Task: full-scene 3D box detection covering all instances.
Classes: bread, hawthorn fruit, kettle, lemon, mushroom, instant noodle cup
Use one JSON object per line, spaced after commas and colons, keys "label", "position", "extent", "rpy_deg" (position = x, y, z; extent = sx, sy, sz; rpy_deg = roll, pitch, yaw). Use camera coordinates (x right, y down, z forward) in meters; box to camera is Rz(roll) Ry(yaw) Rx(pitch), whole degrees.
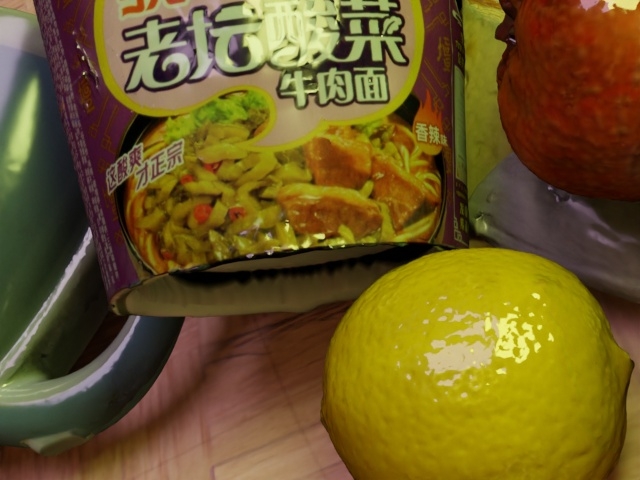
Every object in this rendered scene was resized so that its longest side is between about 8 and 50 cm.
{"label": "bread", "position": [0.117, -0.112, 1.038], "extent": [0.240, 0.135, 0.178], "rpy_deg": [39, 114, 46]}
{"label": "hawthorn fruit", "position": [0.222, -0.125, 0.729], "extent": [0.243, 0.207, 0.207], "rpy_deg": [2, 52, 6]}
{"label": "kettle", "position": [-0.244, 0.013, 1.037], "extent": [0.319, 0.247, 0.342], "rpy_deg": [7, 70, 28]}
{"label": "lemon", "position": [0.090, 0.094, 0.770], "extent": [0.203, 0.178, 0.178], "rpy_deg": [-14, 48, 23]}
{"label": "mushroom", "position": [0.250, -0.001, 0.809], "extent": [0.351, 0.097, 0.109], "rpy_deg": [13, 73, 36]}
{"label": "instant noodle cup", "position": [-0.035, -0.095, 0.869], "extent": [0.340, 0.340, 0.266], "rpy_deg": [-14, 77, 24]}

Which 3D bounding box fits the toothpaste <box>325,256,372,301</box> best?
{"label": "toothpaste", "position": [0.000, 0.000, 1.014], "extent": [0.194, 0.043, 0.067], "rpy_deg": [28, 78, 38]}
